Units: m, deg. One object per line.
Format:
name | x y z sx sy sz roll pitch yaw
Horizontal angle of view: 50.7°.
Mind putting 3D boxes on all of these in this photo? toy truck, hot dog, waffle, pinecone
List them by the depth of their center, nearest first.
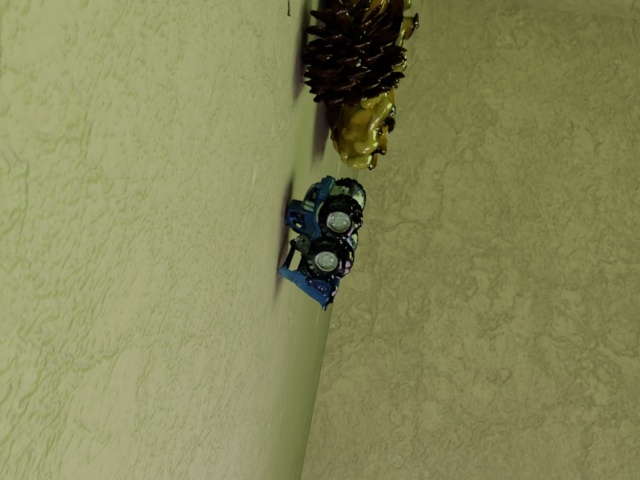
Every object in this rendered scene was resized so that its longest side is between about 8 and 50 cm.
pinecone | 0.046 -0.292 1.015 0.163 0.163 0.165 -72 154 -59
toy truck | 0.000 0.000 1.131 0.113 0.126 0.208 -72 173 -64
hot dog | 0.062 -0.428 1.205 0.326 0.107 0.194 -97 -155 -54
waffle | 0.097 -0.340 1.413 0.379 0.095 0.382 -112 -146 -72

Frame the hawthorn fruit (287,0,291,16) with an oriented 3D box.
hawthorn fruit | -0.030 -0.285 0.705 0.103 0.067 0.066 111 -6 -49
